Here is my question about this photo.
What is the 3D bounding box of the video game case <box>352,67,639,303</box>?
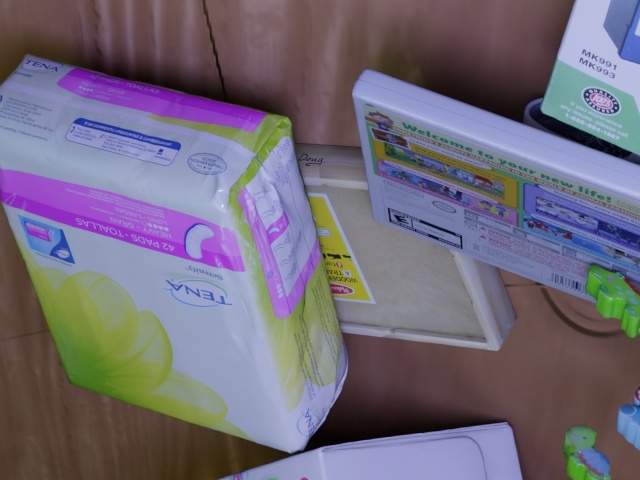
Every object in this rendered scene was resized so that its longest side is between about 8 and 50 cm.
[{"bbox_3d":[0.126,-0.024,1.207,0.212,0.023,0.193,21,161,14],"label":"video game case"}]

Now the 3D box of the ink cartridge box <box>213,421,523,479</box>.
[{"bbox_3d":[0.019,0.273,1.537,0.270,0.197,0.198,-26,71,51],"label":"ink cartridge box"}]

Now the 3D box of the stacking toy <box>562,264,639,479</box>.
[{"bbox_3d":[0.241,0.133,1.200,0.221,0.052,0.167,41,142,36],"label":"stacking toy"}]

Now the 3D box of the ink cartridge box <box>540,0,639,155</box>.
[{"bbox_3d":[0.225,-0.134,1.048,0.154,0.093,0.212,26,143,10],"label":"ink cartridge box"}]

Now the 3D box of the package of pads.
[{"bbox_3d":[-0.106,0.015,1.407,0.229,0.101,0.296,15,142,25],"label":"package of pads"}]

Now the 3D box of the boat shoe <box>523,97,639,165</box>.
[{"bbox_3d":[0.209,-0.054,1.189,0.184,0.066,0.063,19,145,34],"label":"boat shoe"}]

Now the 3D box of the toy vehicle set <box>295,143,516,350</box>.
[{"bbox_3d":[0.000,0.000,1.427,0.267,0.035,0.166,6,137,32],"label":"toy vehicle set"}]
